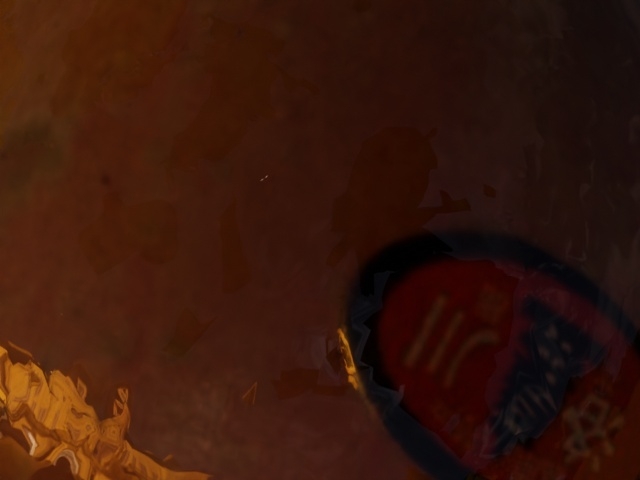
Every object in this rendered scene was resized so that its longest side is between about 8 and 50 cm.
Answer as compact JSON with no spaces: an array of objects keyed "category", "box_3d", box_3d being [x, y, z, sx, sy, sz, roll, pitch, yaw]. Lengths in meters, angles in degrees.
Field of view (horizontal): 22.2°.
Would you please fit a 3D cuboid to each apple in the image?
[{"category":"apple","box_3d":[0.000,0.000,0.553,0.338,0.338,0.305,16,84,11]}]
